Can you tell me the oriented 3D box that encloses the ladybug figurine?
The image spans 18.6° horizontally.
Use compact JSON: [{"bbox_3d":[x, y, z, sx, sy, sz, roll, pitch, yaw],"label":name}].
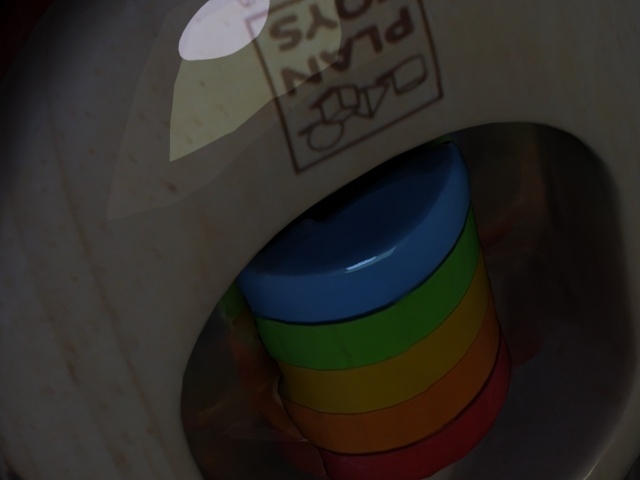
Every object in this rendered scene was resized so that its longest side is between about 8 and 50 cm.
[{"bbox_3d":[0.000,0.000,0.761,0.305,0.162,0.449,-28,140,-12],"label":"ladybug figurine"}]
